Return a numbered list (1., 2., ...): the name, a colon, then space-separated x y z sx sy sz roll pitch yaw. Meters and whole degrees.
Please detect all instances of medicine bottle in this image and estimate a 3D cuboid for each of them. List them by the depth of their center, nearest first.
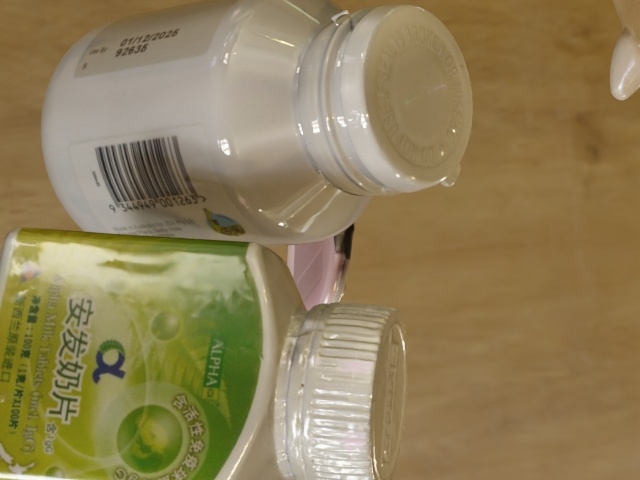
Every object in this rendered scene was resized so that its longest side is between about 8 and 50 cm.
1. medicine bottle: -0.059 0.068 0.924 0.088 0.189 0.132 59 37 -68
2. medicine bottle: -0.032 -0.063 1.035 0.135 0.215 0.135 7 81 -49

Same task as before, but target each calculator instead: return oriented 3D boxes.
1. calculator: 0.000 0.000 1.543 0.024 0.103 0.166 16 49 -17

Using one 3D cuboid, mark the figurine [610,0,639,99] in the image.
1. figurine: 0.242 -0.148 1.007 0.247 0.177 0.173 -6 83 -54
